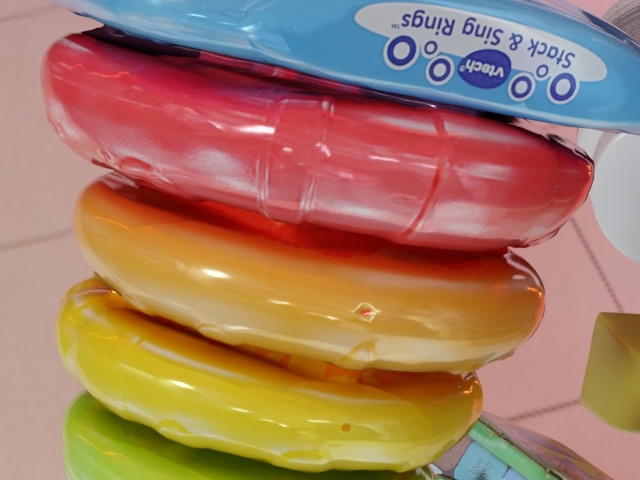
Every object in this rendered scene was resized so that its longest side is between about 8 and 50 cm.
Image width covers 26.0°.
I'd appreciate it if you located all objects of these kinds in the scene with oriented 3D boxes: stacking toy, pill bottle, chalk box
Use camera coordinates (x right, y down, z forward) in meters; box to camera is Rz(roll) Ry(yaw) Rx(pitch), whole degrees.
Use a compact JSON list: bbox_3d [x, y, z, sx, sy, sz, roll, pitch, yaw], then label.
[{"bbox_3d":[-0.021,0.062,0.423,0.175,0.301,0.166,9,10,-26],"label":"stacking toy"},{"bbox_3d":[0.291,-0.097,1.135,0.161,0.161,0.283,11,29,7],"label":"pill bottle"},{"bbox_3d":[0.115,0.191,0.835,0.132,0.213,0.132,35,96,38],"label":"chalk box"}]

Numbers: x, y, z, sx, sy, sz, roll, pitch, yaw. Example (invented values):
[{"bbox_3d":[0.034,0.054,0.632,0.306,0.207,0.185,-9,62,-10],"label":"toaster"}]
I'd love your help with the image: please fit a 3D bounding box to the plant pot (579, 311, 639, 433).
[{"bbox_3d":[0.257,0.109,1.057,0.081,0.081,0.083,2,20,-13],"label":"plant pot"}]
